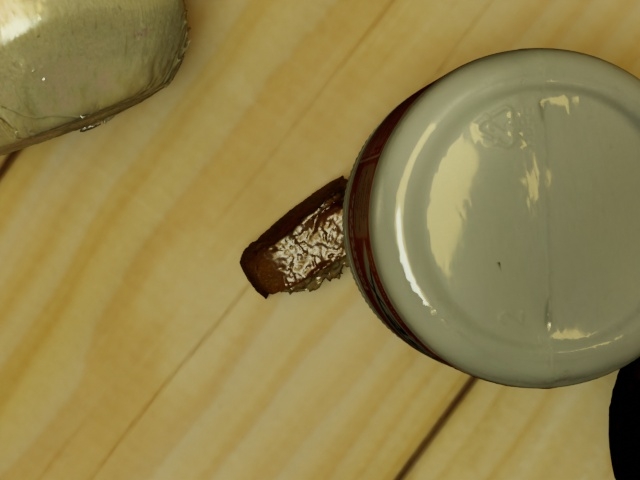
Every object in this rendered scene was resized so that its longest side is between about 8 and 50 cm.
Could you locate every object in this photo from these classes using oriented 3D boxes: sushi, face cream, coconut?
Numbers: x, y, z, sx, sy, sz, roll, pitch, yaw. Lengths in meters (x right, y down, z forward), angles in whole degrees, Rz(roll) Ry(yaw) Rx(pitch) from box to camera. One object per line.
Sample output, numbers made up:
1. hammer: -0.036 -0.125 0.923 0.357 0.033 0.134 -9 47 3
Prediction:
1. sushi: 0.000 0.000 1.191 0.120 0.052 0.055 -38 101 5
2. face cream: 0.120 -0.013 1.079 0.201 0.187 0.201 0 90 -6
3. coconut: -0.200 -0.181 1.143 0.227 0.227 0.230 -19 93 9

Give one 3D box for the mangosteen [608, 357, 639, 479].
1. mangosteen: 0.293 0.112 1.065 0.243 0.243 0.243 0 90 10
